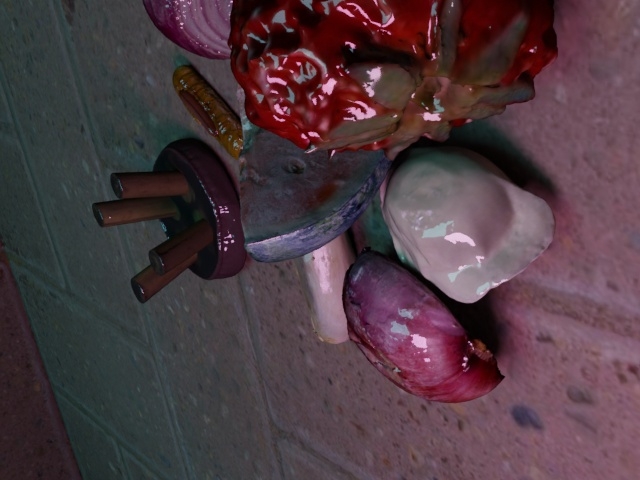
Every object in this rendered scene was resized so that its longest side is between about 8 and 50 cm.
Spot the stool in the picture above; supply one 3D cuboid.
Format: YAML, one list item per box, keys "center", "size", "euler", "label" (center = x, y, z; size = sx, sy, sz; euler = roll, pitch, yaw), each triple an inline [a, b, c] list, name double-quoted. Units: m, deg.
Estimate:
- center: [-0.270, -0.032, 1.554]
  size: [0.272, 0.178, 0.272]
  euler: [35, 137, 40]
  label: "stool"

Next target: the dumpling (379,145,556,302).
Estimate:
- center: [0.149, -0.026, 1.004]
  size: [0.250, 0.132, 0.162]
  euler: [30, 97, 43]
  label: "dumpling"

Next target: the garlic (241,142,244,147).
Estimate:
- center: [-0.047, -0.220, 1.154]
  size: [0.090, 0.128, 0.198]
  euler: [45, 145, 15]
  label: "garlic"

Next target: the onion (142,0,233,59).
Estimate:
- center: [-0.223, -0.395, 1.304]
  size: [0.247, 0.111, 0.250]
  euler: [37, 141, 33]
  label: "onion"

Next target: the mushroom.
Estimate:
- center: [0.000, 0.000, 1.283]
  size: [0.123, 0.095, 0.351]
  euler: [-137, 34, -63]
  label: "mushroom"

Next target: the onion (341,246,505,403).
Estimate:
- center: [0.102, 0.111, 1.128]
  size: [0.227, 0.120, 0.283]
  euler: [49, 178, -28]
  label: "onion"

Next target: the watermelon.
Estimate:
- center: [-0.021, -0.103, 1.062]
  size: [0.226, 0.318, 0.148]
  euler: [23, 158, 16]
  label: "watermelon"

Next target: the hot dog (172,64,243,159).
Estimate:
- center: [-0.182, -0.206, 1.432]
  size: [0.216, 0.047, 0.066]
  euler: [50, 148, 21]
  label: "hot dog"

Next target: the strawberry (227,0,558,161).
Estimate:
- center: [0.049, -0.267, 0.862]
  size: [0.295, 0.317, 0.345]
  euler: [68, -175, -76]
  label: "strawberry"
